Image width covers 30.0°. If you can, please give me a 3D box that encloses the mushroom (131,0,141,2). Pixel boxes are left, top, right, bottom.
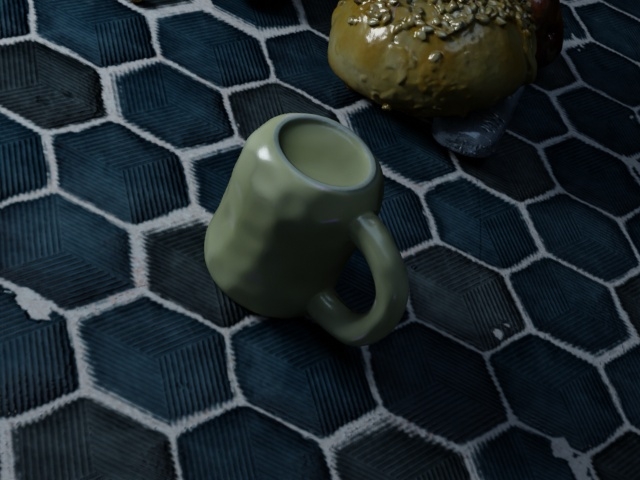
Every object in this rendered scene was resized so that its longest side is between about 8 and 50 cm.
[{"bbox_3d":[-0.234,-0.433,1.846,0.028,0.026,0.286,39,37,-12],"label":"mushroom"}]

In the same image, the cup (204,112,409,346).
[{"bbox_3d":[-0.018,-0.002,1.377,0.173,0.202,0.255,1,48,-29],"label":"cup"}]

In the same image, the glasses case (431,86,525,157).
[{"bbox_3d":[0.250,-0.216,1.852,0.109,0.067,0.282,26,42,6],"label":"glasses case"}]

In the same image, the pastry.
[{"bbox_3d":[0.169,-0.317,1.769,0.315,0.184,0.284,7,41,7],"label":"pastry"}]

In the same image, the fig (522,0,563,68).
[{"bbox_3d":[0.326,-0.385,2.026,0.143,0.160,0.231,-24,36,0],"label":"fig"}]
